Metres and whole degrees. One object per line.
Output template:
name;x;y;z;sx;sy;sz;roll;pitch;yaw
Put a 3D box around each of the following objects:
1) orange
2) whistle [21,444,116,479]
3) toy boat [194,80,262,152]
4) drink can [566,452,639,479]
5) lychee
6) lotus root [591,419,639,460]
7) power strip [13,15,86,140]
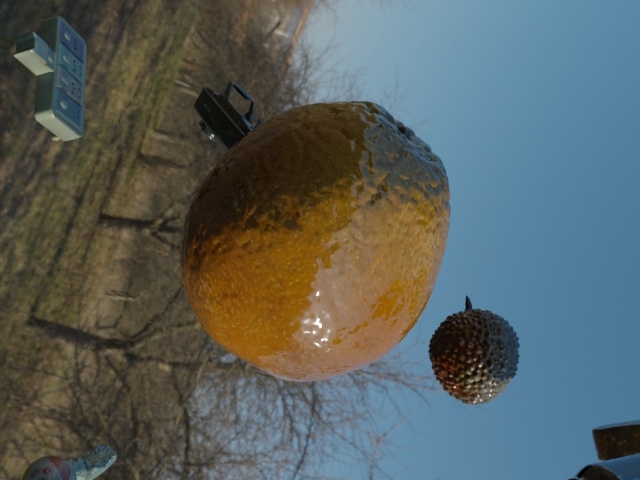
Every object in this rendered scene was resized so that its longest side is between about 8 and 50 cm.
orange;0.000;0.000;0.785;0.357;0.322;0.322;-51;-163;12
whistle;-0.546;0.503;1.335;0.223;0.123;0.123;-20;148;-46
toy boat;-0.133;-0.185;1.044;0.103;0.093;0.246;-47;-133;7
drink can;0.379;0.296;0.689;0.118;0.204;0.118;175;-90;-76
lychee;0.275;0.196;1.111;0.165;0.165;0.198;122;-26;-46
lotus root;0.704;0.362;1.139;0.390;0.374;0.111;47;33;-69
power strip;-0.474;-0.298;1.077;0.145;0.061;0.216;56;24;-65
